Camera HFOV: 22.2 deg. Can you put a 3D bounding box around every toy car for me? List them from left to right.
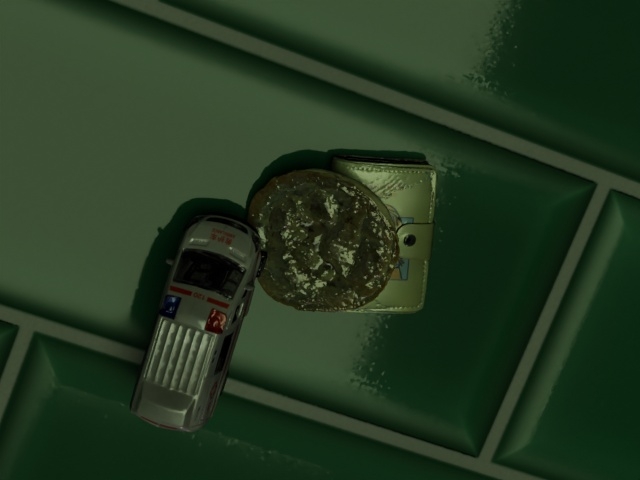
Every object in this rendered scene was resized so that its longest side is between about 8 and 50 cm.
[{"bbox_3d":[-0.120,0.078,1.570,0.089,0.108,0.209,19,101,5],"label":"toy car"}]

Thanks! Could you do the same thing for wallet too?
[{"bbox_3d":[0.058,-0.004,1.624,0.110,0.039,0.155,3,106,-9],"label":"wallet"}]

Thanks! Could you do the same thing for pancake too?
[{"bbox_3d":[0.000,0.000,1.596,0.158,0.028,0.158,5,108,14],"label":"pancake"}]
